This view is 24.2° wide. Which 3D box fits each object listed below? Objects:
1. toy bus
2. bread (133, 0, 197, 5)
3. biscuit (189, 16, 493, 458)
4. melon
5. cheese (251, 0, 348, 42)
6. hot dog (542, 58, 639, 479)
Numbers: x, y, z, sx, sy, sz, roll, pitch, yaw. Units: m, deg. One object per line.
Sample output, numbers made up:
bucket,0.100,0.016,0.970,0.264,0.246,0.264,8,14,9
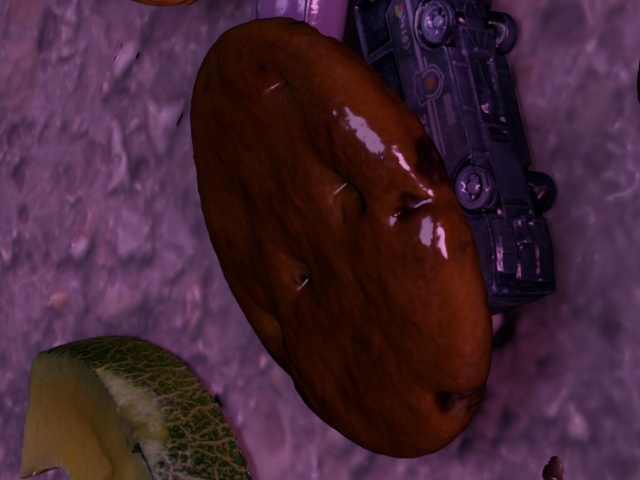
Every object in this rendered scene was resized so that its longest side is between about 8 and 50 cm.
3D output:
toy bus,0.058,-0.048,0.659,0.065,0.047,0.165,-27,68,44
bread,-0.080,-0.194,0.756,0.073,0.122,0.149,23,103,40
biscuit,0.000,0.000,0.657,0.212,0.036,0.212,42,145,39
melon,-0.097,0.133,0.788,0.209,0.064,0.118,48,124,39
cheese,-0.007,-0.123,0.688,0.191,0.042,0.105,103,171,-51
hot dog,0.183,0.061,0.489,0.194,0.107,0.325,27,115,53
